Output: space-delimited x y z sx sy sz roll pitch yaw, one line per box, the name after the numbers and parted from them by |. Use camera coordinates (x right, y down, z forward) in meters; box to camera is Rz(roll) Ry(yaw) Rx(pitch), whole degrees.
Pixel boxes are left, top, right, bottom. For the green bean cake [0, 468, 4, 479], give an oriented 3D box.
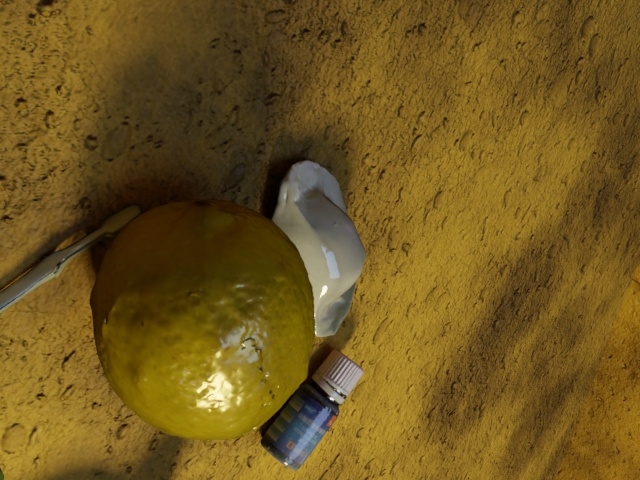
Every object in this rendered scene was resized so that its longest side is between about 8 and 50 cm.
-0.455 0.305 0.695 0.248 0.125 0.222 5 111 -49 | green bean cake

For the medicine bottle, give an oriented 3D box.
-0.011 0.281 1.203 0.203 0.083 0.083 -53 142 -10 | medicine bottle

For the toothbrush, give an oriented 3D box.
-0.311 0.046 0.760 0.294 0.026 0.028 -37 152 -26 | toothbrush

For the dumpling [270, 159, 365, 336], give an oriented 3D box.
0.000 0.000 1.016 0.179 0.131 0.252 -42 121 -50 | dumpling

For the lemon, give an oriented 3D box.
-0.130 0.089 0.807 0.260 0.260 0.284 -27 157 -34 | lemon
